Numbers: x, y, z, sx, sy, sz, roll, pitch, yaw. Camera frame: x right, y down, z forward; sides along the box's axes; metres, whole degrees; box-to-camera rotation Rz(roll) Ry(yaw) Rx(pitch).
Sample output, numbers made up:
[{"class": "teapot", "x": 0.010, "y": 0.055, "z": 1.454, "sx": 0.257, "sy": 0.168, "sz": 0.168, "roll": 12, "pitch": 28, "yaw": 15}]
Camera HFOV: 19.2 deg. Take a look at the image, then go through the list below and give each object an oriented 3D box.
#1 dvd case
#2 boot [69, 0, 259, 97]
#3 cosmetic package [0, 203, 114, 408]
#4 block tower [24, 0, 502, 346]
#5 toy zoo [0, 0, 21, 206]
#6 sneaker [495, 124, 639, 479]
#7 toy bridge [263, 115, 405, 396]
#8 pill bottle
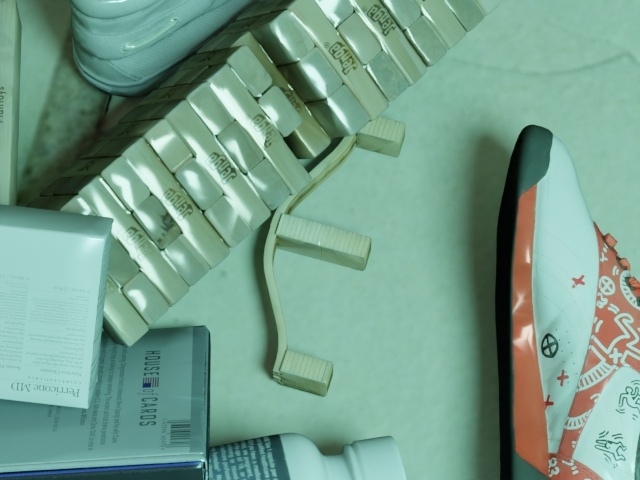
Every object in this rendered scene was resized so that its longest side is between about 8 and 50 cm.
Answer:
[{"class": "dvd case", "x": -0.181, "y": 0.099, "z": 1.062, "sx": 0.238, "sy": 0.179, "sz": 0.030, "roll": -3, "pitch": 110, "yaw": -2}, {"class": "boot", "x": -0.052, "y": -0.200, "z": 1.197, "sx": 0.095, "sy": 0.123, "sz": 0.258, "roll": 43, "pitch": 73, "yaw": 15}, {"class": "cosmetic package", "x": -0.237, "y": 0.025, "z": 1.027, "sx": 0.239, "sy": 0.060, "sz": 0.099, "roll": 7, "pitch": 101, "yaw": -3}, {"class": "block tower", "x": -0.035, "y": -0.082, "z": 1.152, "sx": 0.335, "sy": 0.097, "sz": 0.091, "roll": -43, "pitch": 106, "yaw": -18}, {"class": "toy zoo", "x": -0.333, "y": -0.064, "z": 1.160, "sx": 0.293, "sy": 0.030, "sz": 0.192, "roll": -5, "pitch": 51, "yaw": -2}, {"class": "sneaker", "x": 0.179, "y": 0.064, "z": 1.113, "sx": 0.145, "sy": 0.090, "sz": 0.270, "roll": 1, "pitch": 71, "yaw": -1}, {"class": "toy bridge", "x": 0.000, "y": 0.000, "z": 1.169, "sx": 0.063, "sy": 0.026, "sz": 0.188, "roll": 14, "pitch": 68, "yaw": 6}, {"class": "pill bottle", "x": -0.040, "y": 0.165, "z": 1.057, "sx": 0.180, "sy": 0.108, "sz": 0.108, "roll": -10, "pitch": 68, "yaw": -4}]
